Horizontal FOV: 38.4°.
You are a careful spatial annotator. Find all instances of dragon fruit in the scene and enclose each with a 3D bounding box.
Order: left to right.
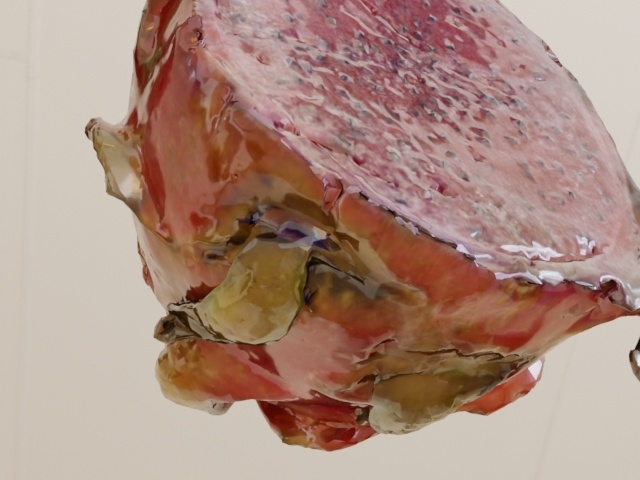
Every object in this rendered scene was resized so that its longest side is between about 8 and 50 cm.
[{"bbox_3d":[0.000,0.000,0.539,0.296,0.314,0.263,5,-40,-35],"label":"dragon fruit"}]
